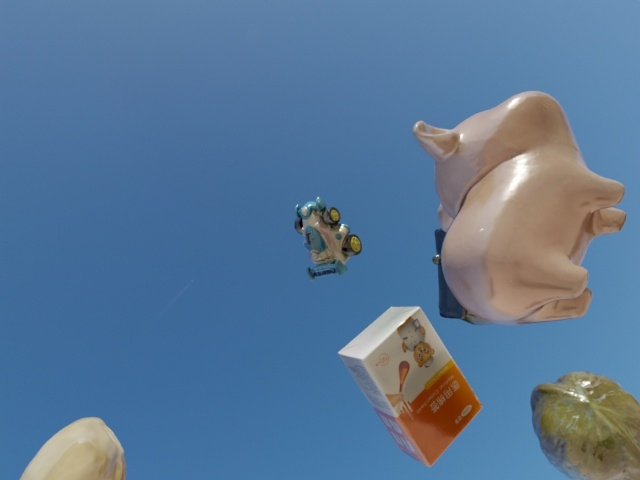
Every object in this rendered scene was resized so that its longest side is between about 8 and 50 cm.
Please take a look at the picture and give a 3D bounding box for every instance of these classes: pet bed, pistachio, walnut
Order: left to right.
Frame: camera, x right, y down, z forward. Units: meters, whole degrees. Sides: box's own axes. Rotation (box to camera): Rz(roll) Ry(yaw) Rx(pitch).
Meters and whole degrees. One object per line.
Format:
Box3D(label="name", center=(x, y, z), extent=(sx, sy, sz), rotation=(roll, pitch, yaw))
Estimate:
Box3D(label="pistachio", center=(-0.498, 0.503, 0.831), extent=(0.187, 0.187, 0.299), rotation=(40, -130, -29))
Box3D(label="pet bed", center=(0.327, 0.076, 0.945), extent=(0.159, 0.183, 0.211), rotation=(0, -95, 12))
Box3D(label="walnut", center=(0.612, 0.437, 0.985), extent=(0.227, 0.283, 0.283), rotation=(-36, -62, -14))

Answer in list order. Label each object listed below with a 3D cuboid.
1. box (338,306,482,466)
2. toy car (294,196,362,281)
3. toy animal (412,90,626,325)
Box3D(label="box", center=(0.239, 0.375, 1.132), extent=(0.225, 0.143, 0.341), rotation=(-35, -84, -23))
Box3D(label="toy car", center=(0.000, 0.000, 0.908), extent=(0.162, 0.126, 0.098), rotation=(58, -139, -22))
Box3D(label="toy animal", center=(0.258, -0.046, 0.592), extent=(0.326, 0.269, 0.237), rotation=(-57, -40, -20))
